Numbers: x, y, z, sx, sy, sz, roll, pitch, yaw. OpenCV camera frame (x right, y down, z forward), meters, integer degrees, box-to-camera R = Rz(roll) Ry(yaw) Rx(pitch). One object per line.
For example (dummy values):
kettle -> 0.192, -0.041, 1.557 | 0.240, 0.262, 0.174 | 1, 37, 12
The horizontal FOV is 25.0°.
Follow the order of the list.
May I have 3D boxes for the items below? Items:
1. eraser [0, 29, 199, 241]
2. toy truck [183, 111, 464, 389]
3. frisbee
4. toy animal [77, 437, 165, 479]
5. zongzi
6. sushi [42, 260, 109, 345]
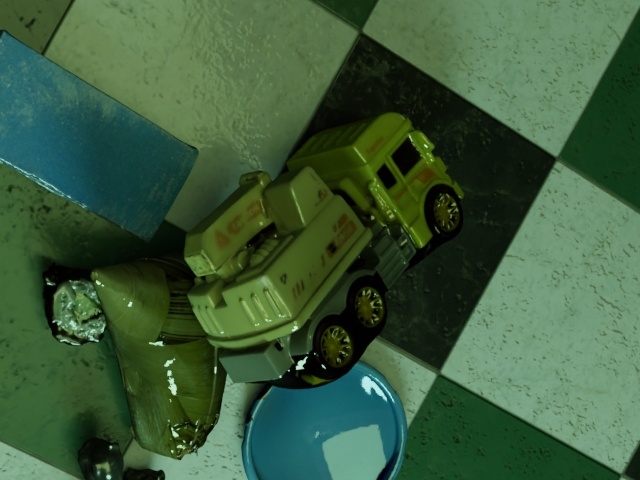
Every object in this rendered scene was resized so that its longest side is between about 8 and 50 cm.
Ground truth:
eraser -> -0.307, -0.126, 1.811 | 0.312, 0.042, 0.144 | 31, 86, -34
toy truck -> 0.000, 0.000, 1.819 | 0.405, 0.180, 0.254 | -47, 117, -38
frisbee -> 0.004, 0.274, 2.006 | 0.242, 0.045, 0.242 | -3, 99, -17
toy animal -> -0.249, 0.428, 1.892 | 0.168, 0.106, 0.343 | 5, 80, -54
zongzi -> -0.220, 0.151, 1.797 | 0.145, 0.300, 0.274 | 12, 98, 24
sushi -> -0.316, 0.081, 1.851 | 0.098, 0.084, 0.094 | 10, 98, -15
